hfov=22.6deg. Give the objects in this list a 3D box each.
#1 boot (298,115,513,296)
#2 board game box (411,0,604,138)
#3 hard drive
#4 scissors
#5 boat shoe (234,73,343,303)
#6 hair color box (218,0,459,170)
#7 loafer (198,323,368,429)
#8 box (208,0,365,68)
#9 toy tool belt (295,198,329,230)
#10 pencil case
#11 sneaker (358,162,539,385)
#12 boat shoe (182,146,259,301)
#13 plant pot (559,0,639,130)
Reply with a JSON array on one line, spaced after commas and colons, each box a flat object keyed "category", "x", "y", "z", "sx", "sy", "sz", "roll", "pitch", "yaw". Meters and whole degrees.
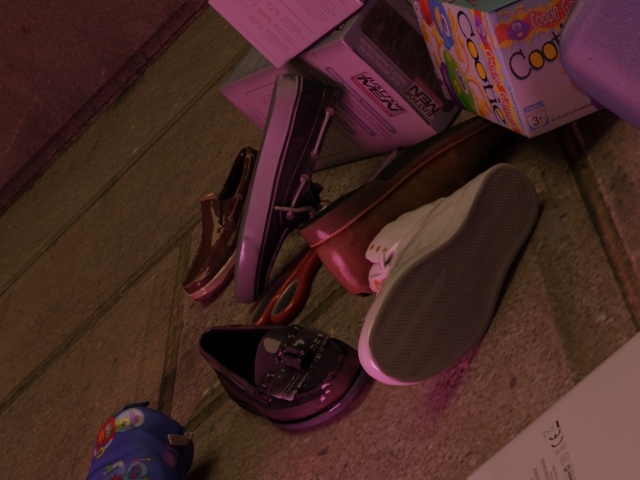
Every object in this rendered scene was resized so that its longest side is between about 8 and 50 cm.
[{"category": "boot", "x": 0.119, "y": -0.047, "z": 1.792, "sx": 0.305, "sy": 0.115, "sz": 0.112, "roll": -37, "pitch": 4, "yaw": -25}, {"category": "board game box", "x": 0.221, "y": -0.220, "z": 1.746, "sx": 0.144, "sy": 0.142, "sz": 0.275, "roll": -23, "pitch": 16, "yaw": -7}, {"category": "hard drive", "x": 0.241, "y": 0.146, "z": 1.194, "sx": 0.307, "sy": 0.040, "sz": 0.203, "roll": -43, "pitch": 19, "yaw": 17}, {"category": "scissors", "x": 0.000, "y": 0.000, "z": 2.061, "sx": 0.297, "sy": 0.021, "sz": 0.109, "roll": -58, "pitch": 19, "yaw": -22}, {"category": "boat shoe", "x": -0.040, "y": -0.058, "z": 2.069, "sx": 0.113, "sy": 0.105, "sz": 0.306, "roll": -121, "pitch": 44, "yaw": -81}, {"category": "hair color box", "x": 0.030, "y": -0.212, "z": 2.158, "sx": 0.114, "sy": 0.185, "sz": 0.374, "roll": -55, "pitch": 19, "yaw": -20}, {"category": "loafer", "x": -0.054, "y": 0.141, "z": 1.782, "sx": 0.109, "sy": 0.095, "sz": 0.302, "roll": -55, "pitch": 19, "yaw": -18}, {"category": "box", "x": -0.032, "y": -0.323, "z": 2.017, "sx": 0.170, "sy": 0.130, "sz": 0.091, "roll": -32, "pitch": 24, "yaw": 39}, {"category": "toy tool belt", "x": -0.028, "y": -0.040, "z": 2.179, "sx": 0.051, "sy": 0.052, "sz": 0.083, "roll": -23, "pitch": 3, "yaw": -38}, {"category": "pencil case", "x": -0.202, "y": 0.302, "z": 1.762, "sx": 0.133, "sy": 0.119, "sz": 0.306, "roll": -32, "pitch": 22, "yaw": 13}, {"category": "sneaker", "x": 0.098, "y": 0.053, "z": 1.624, "sx": 0.169, "sy": 0.108, "sz": 0.292, "roll": -27, "pitch": 18, "yaw": 52}, {"category": "boat shoe", "x": -0.144, "y": -0.030, "z": 2.329, "sx": 0.095, "sy": 0.095, "sz": 0.257, "roll": -24, "pitch": 30, "yaw": 51}, {"category": "plant pot", "x": 0.344, "y": -0.196, "z": 1.352, "sx": 0.247, "sy": 0.248, "sz": 0.252, "roll": -57, "pitch": 2, "yaw": -22}]
